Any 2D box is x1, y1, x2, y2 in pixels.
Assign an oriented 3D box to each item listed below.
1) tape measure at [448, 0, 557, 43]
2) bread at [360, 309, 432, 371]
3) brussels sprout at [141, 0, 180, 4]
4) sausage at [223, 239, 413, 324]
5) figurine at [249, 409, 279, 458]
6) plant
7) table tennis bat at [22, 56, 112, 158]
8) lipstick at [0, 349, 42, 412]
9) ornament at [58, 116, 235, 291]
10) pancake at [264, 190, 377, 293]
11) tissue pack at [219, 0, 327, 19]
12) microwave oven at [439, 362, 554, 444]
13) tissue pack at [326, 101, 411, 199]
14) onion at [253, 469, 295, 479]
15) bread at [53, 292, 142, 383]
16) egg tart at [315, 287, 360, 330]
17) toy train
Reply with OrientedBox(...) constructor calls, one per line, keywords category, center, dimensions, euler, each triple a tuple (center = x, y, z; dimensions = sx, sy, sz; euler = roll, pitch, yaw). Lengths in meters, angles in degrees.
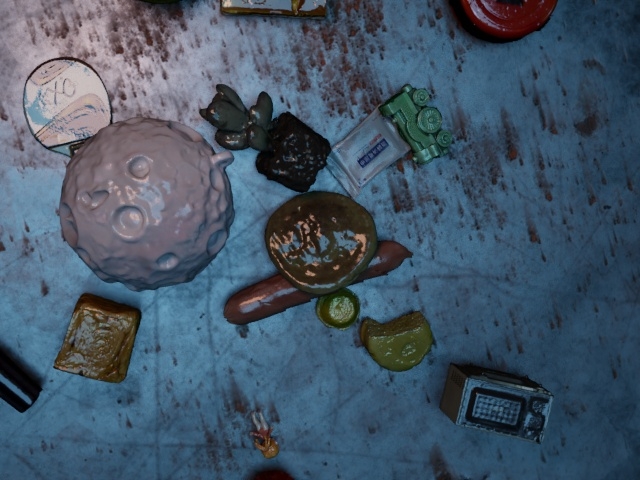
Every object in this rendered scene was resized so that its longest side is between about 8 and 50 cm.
OrientedBox(category="tape measure", center=(0.403, -0.554, 1.862), dimensions=(0.253, 0.114, 0.261), euler=(3, 95, -10))
OrientedBox(category="bread", center=(0.171, 0.228, 1.915), dimensions=(0.156, 0.086, 0.125), euler=(-10, 107, -6))
OrientedBox(category="brussels sprout", center=(-0.309, -0.575, 1.674), dimensions=(0.244, 0.244, 0.244), euler=(-1, 96, -10))
OrientedBox(category="sausage", center=(-0.005, 0.084, 1.867), dimensions=(0.432, 0.088, 0.088), euler=(-19, 99, -8))
OrientedBox(category="figurine", center=(-0.125, 0.426, 1.902), dimensions=(0.064, 0.047, 0.109), euler=(-20, 93, 21))
OrientedBox(category="plant", center=(-0.115, -0.217, 1.783), dimensions=(0.274, 0.146, 0.149), euler=(32, 92, -12))
OrientedBox(category="table tennis bat", center=(-0.505, -0.224, 1.777), dimensions=(0.173, 0.022, 0.301), euler=(-14, 96, -8))
OrientedBox(category="lipstick", center=(-0.737, 0.191, 1.747), dimensions=(0.418, 0.077, 0.077), euler=(43, 87, -10))
OrientedBox(category="ornament", center=(-0.339, -0.069, 1.658), dimensions=(0.336, 0.337, 0.337), euler=(-1, 96, -10))
OrientedBox(category="pancake", center=(0.000, 0.000, 1.829), dimensions=(0.241, 0.050, 0.242), euler=(-1, 70, 2))
OrientedBox(category="tissue pack", center=(-0.093, -0.552, 1.784), dimensions=(0.226, 0.092, 0.183), euler=(1, 96, -8))
OrientedBox(category="microwave oven", center=(0.390, 0.353, 1.928), dimensions=(0.204, 0.163, 0.129), euler=(13, 91, -8))
OrientedBox(category="tissue pack", center=(0.105, -0.197, 1.887), dimensions=(0.193, 0.026, 0.123), euler=(-42, 101, -5))
OrientedBox(category="onion", center=(-0.099, 0.563, 1.880), dimensions=(0.131, 0.131, 0.131), euler=(-1, 96, -10))
OrientedBox(category="bread", center=(-0.449, 0.197, 1.769), dimensions=(0.148, 0.143, 0.158), euler=(13, 97, -11))
OrientedBox(category="egg tart", center=(0.042, 0.149, 1.905), dimensions=(0.105, 0.039, 0.105), euler=(-1, 94, -12))
OrientedBox(category="toy train", center=(0.210, -0.246, 1.870), dimensions=(0.104, 0.071, 0.178), euler=(-37, 105, -18))
